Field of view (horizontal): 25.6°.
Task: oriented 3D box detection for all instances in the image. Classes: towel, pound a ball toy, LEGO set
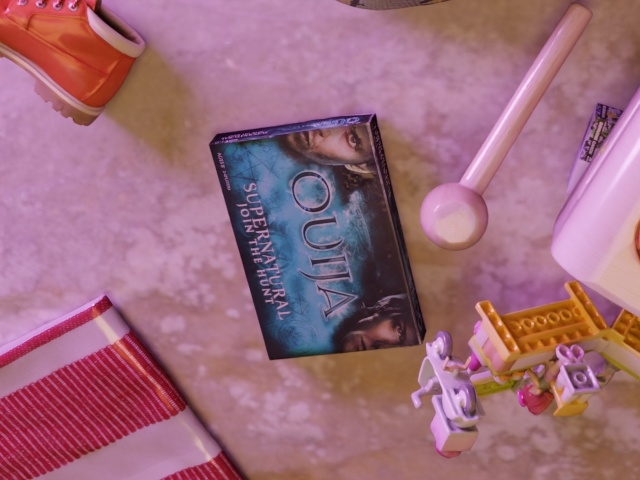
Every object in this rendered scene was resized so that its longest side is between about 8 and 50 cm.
[{"bbox_3d":[-0.180,0.224,1.211,0.237,0.037,0.329,-27,107,23],"label":"towel"},{"bbox_3d":[0.221,-0.077,0.878,0.208,0.136,0.319,31,109,0],"label":"pound a ball toy"},{"bbox_3d":[0.198,0.115,1.027,0.287,0.132,0.107,8,138,-16],"label":"LEGO set"}]

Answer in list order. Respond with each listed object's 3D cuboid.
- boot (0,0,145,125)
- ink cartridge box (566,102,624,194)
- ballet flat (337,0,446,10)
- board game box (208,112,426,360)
[{"bbox_3d":[-0.201,-0.163,1.013,0.158,0.059,0.084,39,116,-16],"label":"boot"},{"bbox_3d":[0.235,-0.047,0.975,0.115,0.029,0.062,18,118,5],"label":"ink cartridge box"},{"bbox_3d":[0.097,-0.190,0.909,0.222,0.079,0.076,-2,104,15],"label":"ballet flat"},{"bbox_3d":[0.000,0.000,1.059,0.126,0.026,0.186,-7,114,18],"label":"board game box"}]
